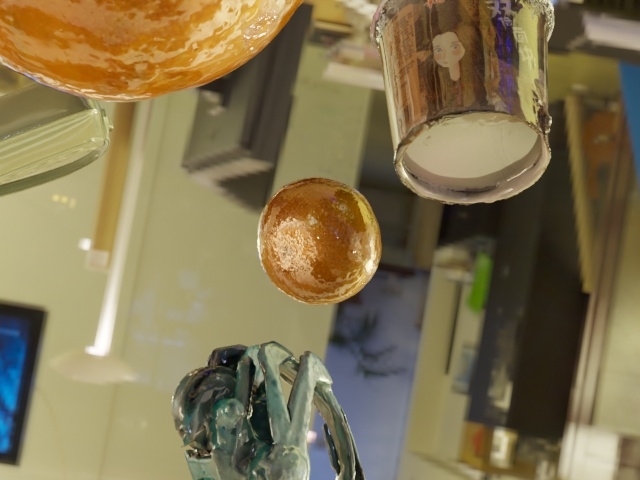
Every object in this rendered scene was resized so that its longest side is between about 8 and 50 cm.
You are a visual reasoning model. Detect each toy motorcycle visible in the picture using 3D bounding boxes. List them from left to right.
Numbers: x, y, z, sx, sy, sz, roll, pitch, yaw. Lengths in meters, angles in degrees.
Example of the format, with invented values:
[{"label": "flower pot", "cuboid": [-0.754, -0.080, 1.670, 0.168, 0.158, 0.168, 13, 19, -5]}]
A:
[{"label": "toy motorcycle", "cuboid": [-0.051, 0.236, 1.437, 0.206, 0.260, 0.154, -21, -174, -39]}]

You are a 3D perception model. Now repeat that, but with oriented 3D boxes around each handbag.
[{"label": "handbag", "cuboid": [-0.412, -0.128, 1.872, 0.256, 0.079, 0.219, -21, 161, -9]}]

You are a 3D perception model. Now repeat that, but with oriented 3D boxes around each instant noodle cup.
[{"label": "instant noodle cup", "cuboid": [0.166, -0.171, 1.531, 0.218, 0.207, 0.217, 1, 146, 0]}]

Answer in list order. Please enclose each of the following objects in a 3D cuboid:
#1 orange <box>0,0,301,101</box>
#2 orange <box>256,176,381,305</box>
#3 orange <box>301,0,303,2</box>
[{"label": "orange", "cuboid": [-0.130, -0.234, 0.892, 0.284, 0.283, 0.226, 10, 163, 2]}, {"label": "orange", "cuboid": [0.000, 0.000, 1.615, 0.156, 0.156, 0.124, 7, -164, 36]}, {"label": "orange", "cuboid": [-0.128, -0.504, 2.198, 0.312, 0.312, 0.312, 10, 176, 1]}]
